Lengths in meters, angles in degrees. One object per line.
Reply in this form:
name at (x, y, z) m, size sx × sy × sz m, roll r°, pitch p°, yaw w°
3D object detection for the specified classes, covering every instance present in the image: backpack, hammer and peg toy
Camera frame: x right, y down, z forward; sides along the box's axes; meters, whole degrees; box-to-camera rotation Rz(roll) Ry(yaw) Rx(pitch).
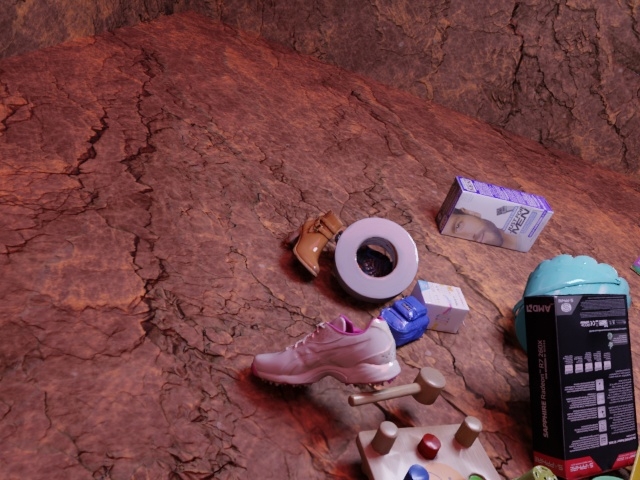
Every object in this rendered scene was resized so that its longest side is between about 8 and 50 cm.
backpack at (0.196, 0.195, 1.298) m, size 0.120 × 0.101 × 0.098 m, roll -17°, pitch 41°, yaw -37°
hammer and peg toy at (0.193, 0.411, 0.967) m, size 0.266 × 0.127 × 0.361 m, roll 4°, pitch 34°, yaw -22°

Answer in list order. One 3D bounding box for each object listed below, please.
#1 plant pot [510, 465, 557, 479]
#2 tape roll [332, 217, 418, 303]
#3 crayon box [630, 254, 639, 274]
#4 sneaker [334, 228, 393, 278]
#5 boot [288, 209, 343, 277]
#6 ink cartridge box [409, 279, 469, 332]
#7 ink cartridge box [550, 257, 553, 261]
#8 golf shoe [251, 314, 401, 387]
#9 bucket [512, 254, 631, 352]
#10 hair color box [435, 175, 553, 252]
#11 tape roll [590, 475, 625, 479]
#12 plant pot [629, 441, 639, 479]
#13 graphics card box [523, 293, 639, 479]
plant pot at (0.418, 0.480, 1.019) m, size 0.083 × 0.079 × 0.083 m, roll 14°, pitch 34°, yaw -9°
tape roll at (0.143, 0.053, 1.391) m, size 0.219 × 0.072 × 0.219 m, roll 1°, pitch 72°, yaw -4°
crayon box at (1.388, 0.165, 1.917) m, size 0.313 × 0.106 × 0.363 m, roll -5°, pitch 40°, yaw -30°
sneaker at (0.130, 0.058, 1.473) m, size 0.083 × 0.087 × 0.221 m, roll -41°, pitch 79°, yaw -14°
boot at (0.000, 0.000, 1.427) m, size 0.152 × 0.073 × 0.197 m, roll -33°, pitch 42°, yaw 4°
ink cartridge box at (0.315, 0.176, 1.389) m, size 0.143 × 0.090 × 0.092 m, roll 10°, pitch 35°, yaw -12°
ink cartridge box at (0.811, 0.162, 1.641) m, size 0.176 × 0.069 × 0.371 m, roll 25°, pitch 32°, yaw 9°
golf shoe at (0.005, 0.219, 1.057) m, size 0.306 × 0.140 × 0.115 m, roll -5°, pitch 0°, yaw 14°
bucket at (0.652, 0.194, 1.379) m, size 0.281 × 0.281 × 0.183 m, roll 30°, pitch 40°, yaw 16°
hair color box at (0.592, -0.086, 1.809) m, size 0.339 × 0.185 × 0.110 m, roll 12°, pitch 36°, yaw -9°
tape roll at (0.560, 0.577, 0.903) m, size 0.321 × 0.077 × 0.321 m, roll 21°, pitch 34°, yaw -15°
plant pot at (0.790, 0.482, 1.048) m, size 0.187 × 0.212 × 0.212 m, roll 48°, pitch 56°, yaw -10°
graphics card box at (0.563, 0.299, 1.136) m, size 0.233 × 0.371 × 0.094 m, roll 0°, pitch -5°, yaw -24°
